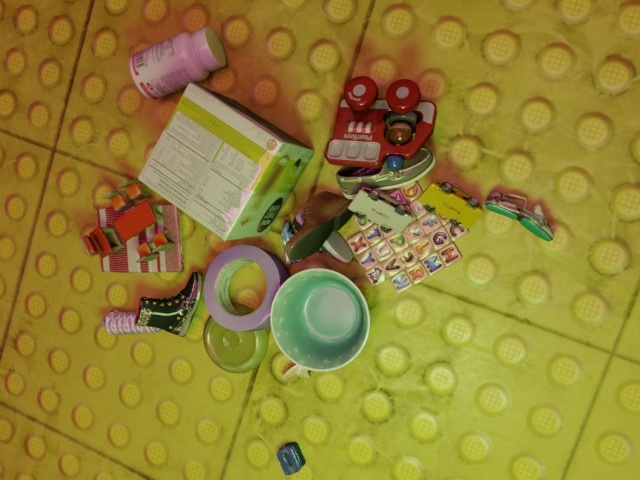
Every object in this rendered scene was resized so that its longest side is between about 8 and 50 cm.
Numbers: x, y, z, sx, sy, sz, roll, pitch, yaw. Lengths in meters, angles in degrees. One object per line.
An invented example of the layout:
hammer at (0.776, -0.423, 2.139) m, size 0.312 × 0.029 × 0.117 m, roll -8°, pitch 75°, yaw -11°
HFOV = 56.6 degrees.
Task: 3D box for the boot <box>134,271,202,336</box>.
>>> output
boot at (-0.505, 0.203, 1.988) m, size 0.178 × 0.085 × 0.237 m, roll 15°, pitch 102°, yaw -26°

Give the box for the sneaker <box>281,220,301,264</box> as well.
sneaker at (-0.089, 0.004, 1.925) m, size 0.059 × 0.053 × 0.144 m, roll -7°, pitch 99°, yaw 17°

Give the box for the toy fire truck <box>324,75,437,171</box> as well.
toy fire truck at (0.179, -0.324, 1.740) m, size 0.301 × 0.169 × 0.254 m, roll 8°, pitch 76°, yaw 16°

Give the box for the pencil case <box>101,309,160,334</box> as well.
pencil case at (-0.653, 0.284, 2.082) m, size 0.205 × 0.086 × 0.088 m, roll -3°, pitch 68°, yaw 15°

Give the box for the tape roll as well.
tape roll at (-0.239, 0.155, 1.926) m, size 0.274 × 0.090 × 0.275 m, roll -3°, pitch 80°, yaw 19°

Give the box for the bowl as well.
bowl at (0.015, 0.234, 1.846) m, size 0.311 × 0.163 × 0.312 m, roll 1°, pitch 93°, yaw 15°

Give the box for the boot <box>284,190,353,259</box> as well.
boot at (-0.025, -0.049, 1.808) m, size 0.115 × 0.305 × 0.112 m, roll 34°, pitch 139°, yaw 19°

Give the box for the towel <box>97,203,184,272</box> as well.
towel at (-0.632, -0.005, 2.088) m, size 0.328 × 0.037 × 0.237 m, roll -1°, pitch 94°, yaw 18°

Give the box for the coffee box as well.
coffee box at (-0.275, -0.229, 1.820) m, size 0.338 × 0.337 × 0.335 m, roll 34°, pitch 101°, yaw 11°

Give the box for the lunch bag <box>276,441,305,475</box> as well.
lunch bag at (-0.099, 0.712, 1.946) m, size 0.067 × 0.065 × 0.099 m, roll -29°, pitch 85°, yaw 15°

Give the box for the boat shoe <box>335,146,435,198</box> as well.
boat shoe at (0.194, -0.216, 1.797) m, size 0.304 × 0.091 × 0.109 m, roll -18°, pitch 45°, yaw 17°

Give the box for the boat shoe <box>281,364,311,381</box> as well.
boat shoe at (-0.050, 0.418, 1.922) m, size 0.170 × 0.063 × 0.059 m, roll -36°, pitch 77°, yaw 13°

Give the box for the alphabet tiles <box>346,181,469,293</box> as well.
alphabet tiles at (0.266, -0.012, 1.839) m, size 0.342 × 0.011 × 0.285 m, roll -31°, pitch 83°, yaw 13°

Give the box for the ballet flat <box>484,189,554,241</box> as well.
ballet flat at (0.589, -0.083, 1.724) m, size 0.221 × 0.077 × 0.079 m, roll 31°, pitch 80°, yaw 13°

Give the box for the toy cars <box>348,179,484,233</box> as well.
toy cars at (0.283, -0.112, 1.777) m, size 0.393 × 0.087 × 0.177 m, roll -5°, pitch 130°, yaw 14°

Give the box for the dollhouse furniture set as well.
dollhouse furniture set at (-0.663, -0.040, 2.004) m, size 0.259 × 0.135 × 0.262 m, roll -30°, pitch 86°, yaw 18°

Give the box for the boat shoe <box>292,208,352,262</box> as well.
boat shoe at (0.000, 0.000, 1.891) m, size 0.228 × 0.080 × 0.076 m, roll 40°, pitch 130°, yaw 0°

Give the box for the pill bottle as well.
pill bottle at (-0.466, -0.585, 1.953) m, size 0.282 × 0.160 × 0.161 m, roll -17°, pitch 87°, yaw 16°

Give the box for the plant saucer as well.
plant saucer at (-0.294, 0.333, 2.002) m, size 0.240 × 0.037 × 0.241 m, roll 1°, pitch 92°, yaw 16°
